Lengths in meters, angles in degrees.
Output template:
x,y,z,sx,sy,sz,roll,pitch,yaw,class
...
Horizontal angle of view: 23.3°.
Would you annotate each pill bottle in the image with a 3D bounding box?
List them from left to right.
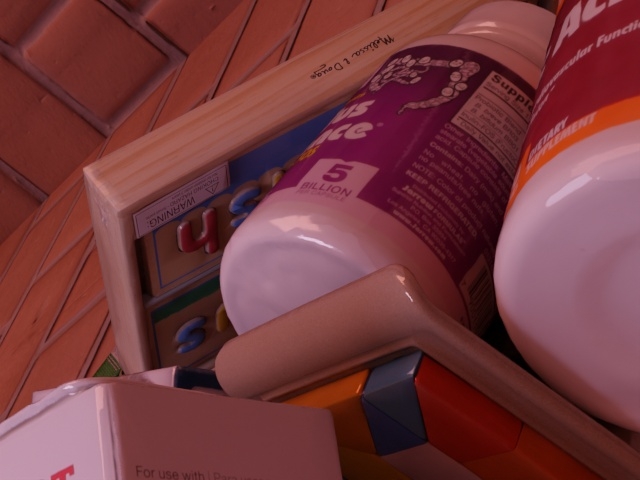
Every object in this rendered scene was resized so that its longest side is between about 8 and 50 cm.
x,y,z,sx,sy,sz,roll,pitch,yaw,class
0.076,-0.034,1.053,0.169,0.169,0.301,-31,15,50,pill bottle
0.245,-0.088,0.944,0.224,0.224,0.392,-37,21,39,pill bottle

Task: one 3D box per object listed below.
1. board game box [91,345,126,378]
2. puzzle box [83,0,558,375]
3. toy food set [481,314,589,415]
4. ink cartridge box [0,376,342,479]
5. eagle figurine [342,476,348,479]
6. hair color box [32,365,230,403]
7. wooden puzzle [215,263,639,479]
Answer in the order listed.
x,y,z,sx,sy,sz,roll,pitch,yaw,class
-0.259,0.194,2.027,0.136,0.030,0.260,-54,17,-3,board game box
0.010,-0.049,1.248,0.409,0.052,0.272,-30,-30,-20,puzzle box
0.116,0.064,1.097,0.128,0.071,0.218,-22,21,-25,toy food set
-0.111,0.304,0.815,0.285,0.166,0.394,-30,59,40,ink cartridge box
-0.034,0.210,1.202,0.298,0.225,0.226,-7,81,22,eagle figurine
-0.117,0.268,1.038,0.174,0.105,0.347,-14,69,45,hair color box
0.070,0.124,0.931,0.221,0.239,0.044,-28,27,54,wooden puzzle
